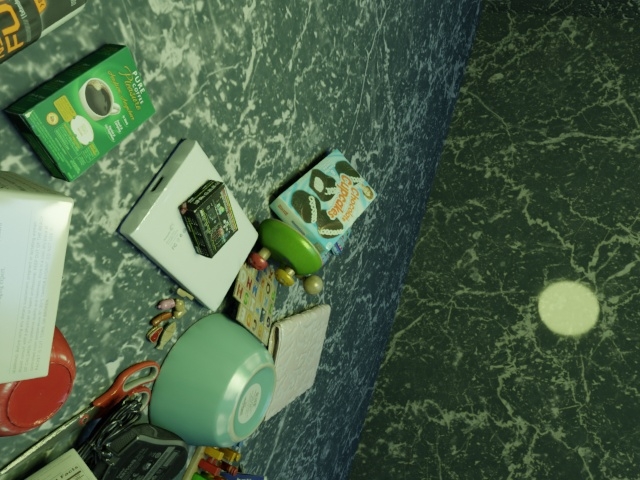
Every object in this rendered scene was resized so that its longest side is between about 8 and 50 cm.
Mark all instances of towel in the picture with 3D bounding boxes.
[{"bbox_3d":[-0.083,0.379,1.503,0.332,0.054,0.316,-8,112,-64],"label":"towel"}]

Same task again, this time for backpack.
[{"bbox_3d":[0.000,0.000,1.374,0.173,0.117,0.158,-60,152,-24],"label":"backpack"}]

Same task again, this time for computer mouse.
[{"bbox_3d":[-0.357,0.396,0.883,0.188,0.072,0.272,-49,143,-15],"label":"computer mouse"}]

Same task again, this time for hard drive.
[{"bbox_3d":[-0.240,-0.016,0.924,0.210,0.040,0.318,-64,154,-23],"label":"hard drive"}]

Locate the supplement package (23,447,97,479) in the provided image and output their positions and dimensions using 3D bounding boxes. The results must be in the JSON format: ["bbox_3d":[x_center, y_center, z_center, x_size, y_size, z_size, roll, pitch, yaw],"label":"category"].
[{"bbox_3d":[-0.410,0.500,0.696,0.204,0.145,0.261,-30,131,-40],"label":"supplement package"}]

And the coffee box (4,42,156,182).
[{"bbox_3d":[-0.321,-0.181,0.645,0.184,0.041,0.113,-57,152,-33],"label":"coffee box"}]

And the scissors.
[{"bbox_3d":[-0.397,0.290,0.802,0.297,0.021,0.108,-3,110,-64],"label":"scissors"}]

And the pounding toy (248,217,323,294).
[{"bbox_3d":[-0.096,0.061,1.137,0.110,0.183,0.236,-52,152,-23],"label":"pounding toy"}]

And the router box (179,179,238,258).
[{"bbox_3d":[-0.209,-0.041,0.878,0.092,0.038,0.122,-53,149,-38],"label":"router box"}]

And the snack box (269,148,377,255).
[{"bbox_3d":[0.020,-0.112,1.274,0.060,0.187,0.322,-37,-172,43],"label":"snack box"}]

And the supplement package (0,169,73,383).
[{"bbox_3d":[-0.390,0.018,0.362,0.293,0.178,0.175,3,101,-50],"label":"supplement package"}]

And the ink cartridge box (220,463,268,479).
[{"bbox_3d":[-0.221,0.826,1.252,0.395,0.151,0.269,-74,162,-53],"label":"ink cartridge box"}]

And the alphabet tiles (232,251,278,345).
[{"bbox_3d":[-0.159,0.133,1.162,0.237,0.009,0.198,65,28,-56],"label":"alphabet tiles"}]

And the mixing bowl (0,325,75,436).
[{"bbox_3d":[-0.405,0.188,0.619,0.181,0.098,0.181,-43,141,-49],"label":"mixing bowl"}]

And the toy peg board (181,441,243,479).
[{"bbox_3d":[-0.258,0.573,1.204,0.160,0.079,0.161,-66,155,-19],"label":"toy peg board"}]

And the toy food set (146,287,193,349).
[{"bbox_3d":[-0.306,0.152,0.916,0.122,0.019,0.078,-59,153,-15],"label":"toy food set"}]

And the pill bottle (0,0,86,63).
[{"bbox_3d":[-0.356,-0.220,0.432,0.245,0.131,0.130,-59,152,-31],"label":"pill bottle"}]

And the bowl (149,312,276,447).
[{"bbox_3d":[-0.213,0.337,1.055,0.311,0.163,0.311,-45,143,-50],"label":"bowl"}]
